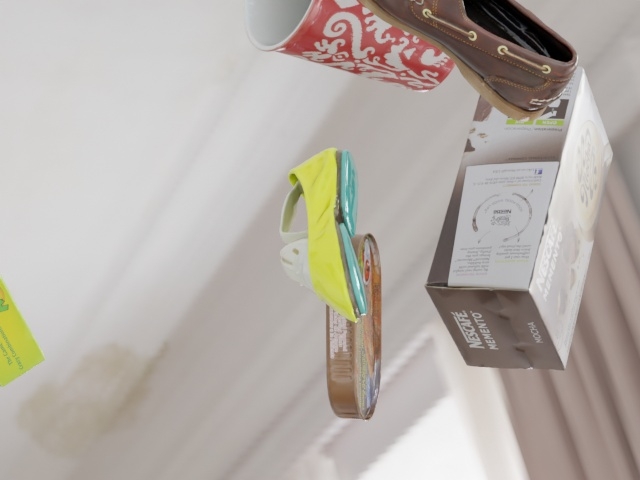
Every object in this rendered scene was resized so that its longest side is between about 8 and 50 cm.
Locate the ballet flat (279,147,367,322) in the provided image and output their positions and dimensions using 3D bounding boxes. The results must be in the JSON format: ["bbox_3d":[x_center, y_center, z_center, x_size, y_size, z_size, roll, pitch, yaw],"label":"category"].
[{"bbox_3d":[0.000,0.000,1.779,0.077,0.231,0.077,-13,-50,8],"label":"ballet flat"}]

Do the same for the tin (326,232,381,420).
[{"bbox_3d":[0.034,0.087,1.910,0.040,0.189,0.106,1,3,11],"label":"tin"}]

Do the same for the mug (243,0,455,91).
[{"bbox_3d":[0.045,-0.203,1.636,0.169,0.113,0.150,17,-42,-34],"label":"mug"}]

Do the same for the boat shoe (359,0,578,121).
[{"bbox_3d":[0.101,-0.177,1.399,0.073,0.207,0.073,-51,-3,-34],"label":"boat shoe"}]

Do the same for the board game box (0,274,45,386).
[{"bbox_3d":[-0.280,0.018,1.461,0.043,0.092,0.181,-33,-51,-15],"label":"board game box"}]

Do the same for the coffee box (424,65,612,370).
[{"bbox_3d":[0.223,-0.025,2.081,0.119,0.297,0.168,2,-34,24],"label":"coffee box"}]
